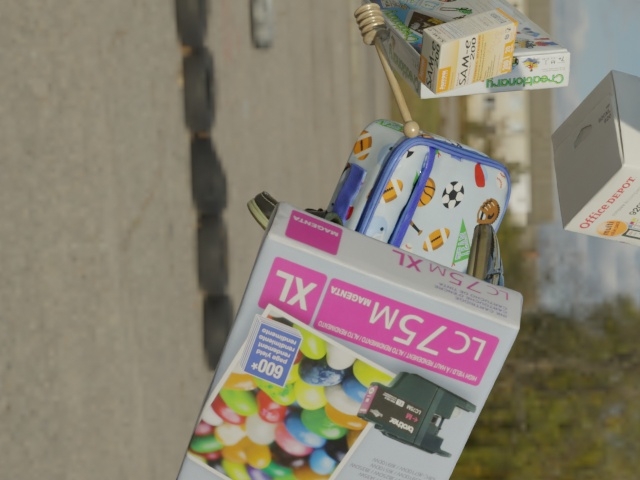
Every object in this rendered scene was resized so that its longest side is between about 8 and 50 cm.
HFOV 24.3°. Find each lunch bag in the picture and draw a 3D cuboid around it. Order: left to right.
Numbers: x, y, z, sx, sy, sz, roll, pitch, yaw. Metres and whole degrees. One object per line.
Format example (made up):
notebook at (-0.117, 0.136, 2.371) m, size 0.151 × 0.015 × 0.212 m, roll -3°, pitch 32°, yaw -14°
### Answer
lunch bag at (0.096, 0.008, 1.880) m, size 0.243 × 0.115 × 0.303 m, roll 14°, pitch 102°, yaw -44°

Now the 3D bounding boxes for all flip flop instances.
flip flop at (0.112, 0.106, 1.434) m, size 0.277 × 0.080 × 0.112 m, roll -69°, pitch 159°, yaw -12°

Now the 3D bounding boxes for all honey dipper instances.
honey dipper at (0.072, -0.179, 1.581) m, size 0.030 × 0.030 × 0.160 m, roll 75°, pitch -2°, yaw -68°

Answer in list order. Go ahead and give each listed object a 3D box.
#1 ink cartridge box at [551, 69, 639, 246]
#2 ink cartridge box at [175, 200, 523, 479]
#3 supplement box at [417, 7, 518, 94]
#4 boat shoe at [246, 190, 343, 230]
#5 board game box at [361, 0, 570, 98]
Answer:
ink cartridge box at (0.468, -0.102, 2.078) m, size 0.171 × 0.233 × 0.168 m, roll 126°, pitch -30°, yaw -50°
ink cartridge box at (0.004, 0.142, 1.081) m, size 0.065 × 0.186 × 0.311 m, roll -72°, pitch -178°, yaw -60°
supplement box at (0.151, -0.194, 1.524) m, size 0.036 × 0.098 × 0.062 m, roll 47°, pitch -34°, yaw 41°
boat shoe at (0.000, 0.000, 1.740) m, size 0.223 × 0.073 × 0.080 m, roll 42°, pitch 3°, yaw 40°
board game box at (0.181, -0.263, 1.944) m, size 0.305 × 0.193 × 0.053 m, roll -117°, pitch -156°, yaw -63°
